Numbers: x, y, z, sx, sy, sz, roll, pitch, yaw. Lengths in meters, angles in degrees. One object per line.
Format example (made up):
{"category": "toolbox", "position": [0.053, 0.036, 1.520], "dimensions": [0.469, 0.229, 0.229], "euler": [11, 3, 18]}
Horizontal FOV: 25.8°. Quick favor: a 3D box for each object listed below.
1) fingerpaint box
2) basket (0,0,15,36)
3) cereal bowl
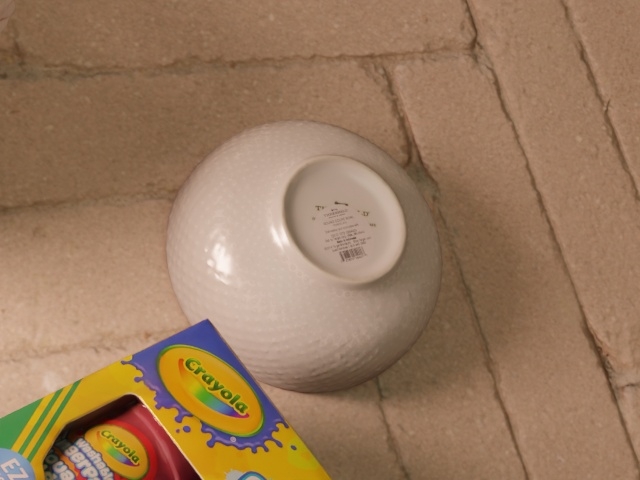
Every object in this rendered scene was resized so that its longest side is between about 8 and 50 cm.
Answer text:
{"category": "fingerpaint box", "position": [-0.136, 0.340, 1.270], "dimensions": [0.371, 0.163, 0.445], "euler": [-24, 66, -36]}
{"category": "basket", "position": [-0.525, -0.210, 1.363], "dimensions": [0.328, 0.331, 0.266], "euler": [43, 59, -1]}
{"category": "cereal bowl", "position": [0.000, 0.000, 1.628], "dimensions": [0.339, 0.141, 0.339], "euler": [11, 62, -21]}
